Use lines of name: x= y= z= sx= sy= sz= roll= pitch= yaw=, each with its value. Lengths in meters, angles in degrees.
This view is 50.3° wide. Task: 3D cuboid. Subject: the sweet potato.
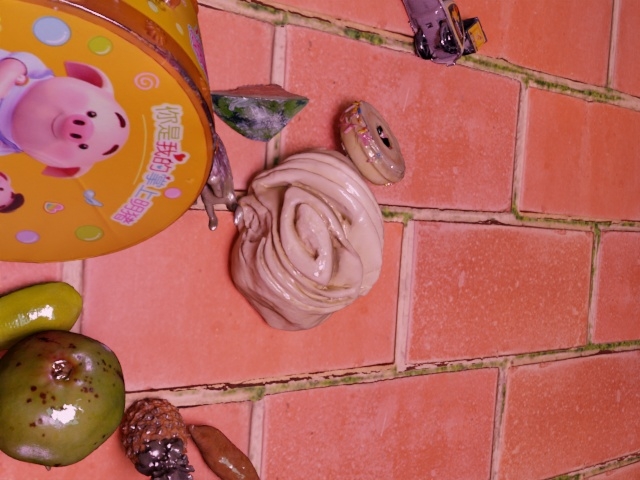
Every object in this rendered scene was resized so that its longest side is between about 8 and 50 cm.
sweet potato: x=-0.151 y=0.392 z=1.173 sx=0.059 sy=0.067 sz=0.281 roll=-28 pitch=116 yaw=16

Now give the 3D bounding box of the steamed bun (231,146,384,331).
steamed bun: x=-0.002 y=-0.003 z=1.156 sx=0.289 sy=0.203 sz=0.276 roll=-49 pitch=118 yaw=-22

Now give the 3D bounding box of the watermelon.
watermelon: x=-0.116 y=-0.221 z=1.156 sx=0.155 sy=0.080 sz=0.101 roll=-3 pitch=131 yaw=-37

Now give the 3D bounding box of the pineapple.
pineapple: x=-0.240 y=0.317 z=1.024 sx=0.108 sy=0.198 sz=0.108 roll=-7 pitch=108 yaw=-22

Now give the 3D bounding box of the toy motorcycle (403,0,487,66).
toy motorcycle: x=0.227 y=-0.471 z=1.347 sx=0.157 sy=0.091 sz=0.263 roll=-48 pitch=121 yaw=-31

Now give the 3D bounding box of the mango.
mango: x=-0.414 y=0.112 z=0.957 sx=0.165 sy=0.074 sz=0.091 roll=-25 pitch=109 yaw=-31

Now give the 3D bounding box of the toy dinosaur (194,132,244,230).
toy dinosaur: x=-0.165 y=-0.106 z=1.000 sx=0.077 sy=0.294 sz=0.162 roll=-19 pitch=115 yaw=-19

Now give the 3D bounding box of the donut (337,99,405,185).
donut: x=0.093 y=-0.174 z=1.254 sx=0.174 sy=0.068 sz=0.174 roll=45 pitch=27 yaw=-31

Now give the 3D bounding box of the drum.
drum: x=-0.334 y=-0.169 z=0.764 sx=0.431 sy=0.431 sz=0.214 roll=16 pitch=48 yaw=-35

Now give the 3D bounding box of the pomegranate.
pomegranate: x=-0.363 y=0.225 z=0.924 sx=0.182 sy=0.224 sz=0.181 roll=19 pitch=48 yaw=-22
